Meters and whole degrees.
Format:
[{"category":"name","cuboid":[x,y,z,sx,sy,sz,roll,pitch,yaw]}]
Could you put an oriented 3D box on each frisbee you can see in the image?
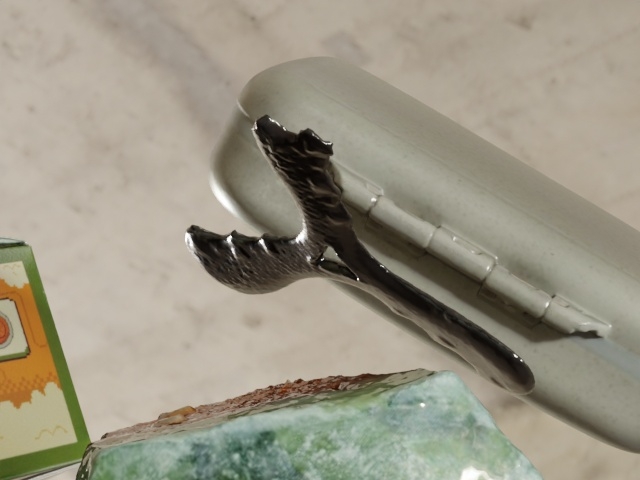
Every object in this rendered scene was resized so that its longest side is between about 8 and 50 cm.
[{"category":"frisbee","cuboid":[0.000,0.000,0.911,0.211,0.012,0.187,18,-28,31]}]

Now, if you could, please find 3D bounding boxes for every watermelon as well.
[{"category":"watermelon","cuboid":[-0.008,0.129,0.805,0.193,0.140,0.256,47,-15,-4]}]

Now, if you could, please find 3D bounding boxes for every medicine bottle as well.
[{"category":"medicine bottle","cuboid":[0.109,0.004,1.303,0.375,0.282,0.123,30,-75,7]}]

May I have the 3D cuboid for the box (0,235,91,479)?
[{"category":"box","cuboid":[-0.270,0.099,1.071,0.195,0.177,0.148,-28,-103,42]}]
